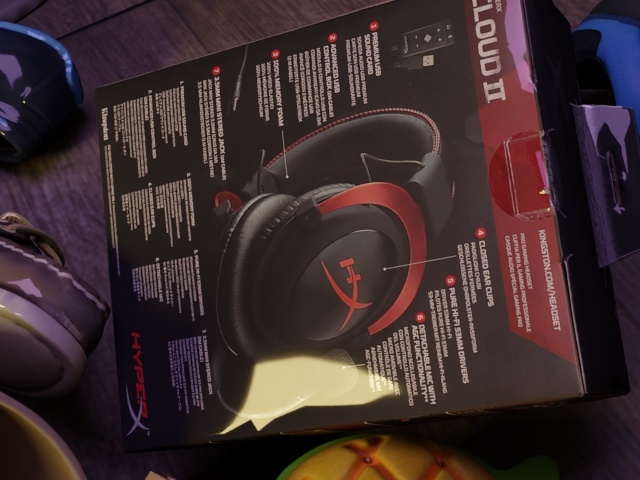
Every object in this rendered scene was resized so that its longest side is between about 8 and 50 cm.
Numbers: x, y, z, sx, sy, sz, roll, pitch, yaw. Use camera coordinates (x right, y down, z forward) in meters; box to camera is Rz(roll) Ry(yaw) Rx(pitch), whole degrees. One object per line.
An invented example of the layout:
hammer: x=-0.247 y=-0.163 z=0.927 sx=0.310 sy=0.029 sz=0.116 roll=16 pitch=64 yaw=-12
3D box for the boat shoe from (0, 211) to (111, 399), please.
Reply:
boat shoe: x=-0.225 y=0.025 z=0.713 sx=0.324 sy=0.116 sz=0.096 roll=0 pitch=42 yaw=50

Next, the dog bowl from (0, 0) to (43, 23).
dog bowl: x=-0.424 y=-0.324 z=1.162 sx=0.349 sy=0.102 sz=0.348 roll=-8 pitch=46 yaw=8

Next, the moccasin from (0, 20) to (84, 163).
moccasin: x=-0.376 y=-0.136 z=0.945 sx=0.342 sy=0.137 sz=0.116 roll=5 pitch=53 yaw=20

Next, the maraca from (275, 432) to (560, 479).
maraca: x=0.059 y=0.158 z=0.577 sx=0.186 sy=0.099 sz=0.127 roll=3 pitch=56 yaw=-5

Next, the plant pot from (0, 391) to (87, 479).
plant pot: x=-0.293 y=0.151 z=0.596 sx=0.256 sy=0.256 sz=0.274 roll=-41 pitch=34 yaw=-23

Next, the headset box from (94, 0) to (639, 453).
headset box: x=0.030 y=-0.006 z=0.615 sx=0.293 sy=0.110 sz=0.218 roll=-12 pitch=78 yaw=25

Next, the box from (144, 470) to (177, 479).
box: x=-0.058 y=0.234 z=0.520 sx=0.164 sy=0.021 sz=0.201 roll=20 pitch=82 yaw=30

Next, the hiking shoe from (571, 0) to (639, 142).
hiking shoe: x=0.274 y=-0.067 z=0.754 sx=0.132 sy=0.113 sz=0.304 roll=-40 pitch=49 yaw=18
